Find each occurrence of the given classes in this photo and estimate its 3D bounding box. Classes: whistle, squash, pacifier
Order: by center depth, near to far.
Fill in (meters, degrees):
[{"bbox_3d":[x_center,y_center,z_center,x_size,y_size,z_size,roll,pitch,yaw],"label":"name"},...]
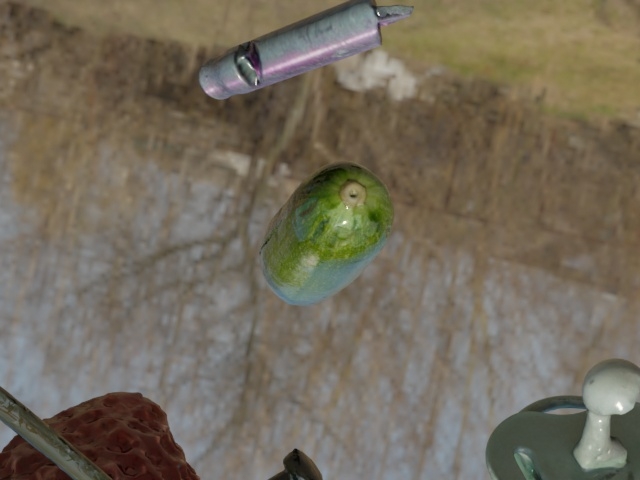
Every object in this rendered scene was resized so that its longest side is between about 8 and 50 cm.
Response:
[{"bbox_3d":[-0.013,-0.117,0.918,0.033,0.033,0.176,10,164,-39],"label":"whistle"},{"bbox_3d":[0.180,0.121,0.971,0.150,0.116,0.127,-3,-146,-10],"label":"pacifier"},{"bbox_3d":[0.000,0.000,0.988,0.069,0.069,0.239,12,167,-8],"label":"squash"}]

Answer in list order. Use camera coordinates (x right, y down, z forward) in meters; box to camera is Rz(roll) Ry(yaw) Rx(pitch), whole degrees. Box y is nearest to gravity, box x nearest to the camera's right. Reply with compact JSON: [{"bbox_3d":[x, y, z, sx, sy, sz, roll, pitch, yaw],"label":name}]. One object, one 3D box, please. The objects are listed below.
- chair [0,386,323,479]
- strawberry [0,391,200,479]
[{"bbox_3d":[-0.222,0.241,0.734,0.362,0.410,0.364,47,-171,-31],"label":"chair"},{"bbox_3d":[-0.208,0.285,1.227,0.291,0.292,0.310,10,-152,-37],"label":"strawberry"}]
